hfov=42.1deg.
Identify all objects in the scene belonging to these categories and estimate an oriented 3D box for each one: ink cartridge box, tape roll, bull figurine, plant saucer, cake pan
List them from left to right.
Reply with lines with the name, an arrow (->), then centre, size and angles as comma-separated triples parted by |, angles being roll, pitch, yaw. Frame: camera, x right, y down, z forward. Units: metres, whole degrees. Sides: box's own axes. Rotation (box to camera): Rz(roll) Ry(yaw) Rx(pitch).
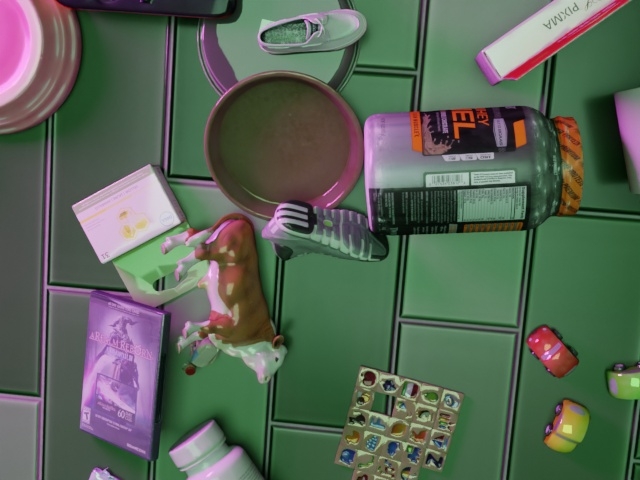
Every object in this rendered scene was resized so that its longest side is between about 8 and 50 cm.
plant saucer -> -0.600, -0.355, 1.486 | 0.332, 0.084, 0.331 | 1, 98, 6
ink cartridge box -> -0.321, 0.001, 1.522 | 0.171, 0.056, 0.235 | -27, 92, 8
bull figurine -> -0.167, 0.110, 1.483 | 0.189, 0.101, 0.310 | -10, 89, -27
cake pan -> -0.077, -0.356, 1.450 | 0.294, 0.054, 0.293 | 1, 97, 6
plant saucer -> -0.062, -0.163, 1.447 | 0.278, 0.041, 0.277 | 2, 116, 4
ink cartridge box -> 0.393, -0.355, 1.299 | 0.296, 0.261, 0.066 | -34, 94, 8
tape roll -> 0.602, -0.177, 1.312 | 0.246, 0.246, 0.169 | -10, 97, 7

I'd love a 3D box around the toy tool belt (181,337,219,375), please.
toy tool belt -> -0.222, 0.208, 1.547 | 0.052, 0.051, 0.083 | 34, 110, -27

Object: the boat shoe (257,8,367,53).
boat shoe -> -0.015, -0.350, 1.384 | 0.184, 0.063, 0.066 | -2, 97, 6

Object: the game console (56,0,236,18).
game console -> -0.296, -0.578, 1.412 | 0.342, 0.060, 0.386 | 6, 94, 12

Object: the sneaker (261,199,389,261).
sneaker -> 0.000, 0.000, 1.483 | 0.229, 0.132, 0.086 | 19, 57, -24

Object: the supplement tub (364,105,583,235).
supplement tub -> 0.245, -0.115, 1.373 | 0.338, 0.207, 0.207 | -2, 97, 5

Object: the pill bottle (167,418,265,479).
pill bottle -> -0.174, 0.451, 1.526 | 0.131, 0.131, 0.229 | -33, 93, 9

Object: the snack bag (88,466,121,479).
snack bag -> -0.371, 0.656, 1.621 | 0.323, 0.037, 0.342 | 29, 99, 2

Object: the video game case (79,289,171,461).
video game case -> -0.361, 0.245, 1.526 | 0.196, 0.026, 0.274 | 12, 101, 34

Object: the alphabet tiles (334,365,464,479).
alphabet tiles -> 0.141, 0.369, 1.547 | 0.198, 0.009, 0.237 | 15, 99, 3

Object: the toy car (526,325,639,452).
toy car -> 0.497, 0.259, 1.475 | 0.225, 0.053, 0.238 | -10, 97, 7
